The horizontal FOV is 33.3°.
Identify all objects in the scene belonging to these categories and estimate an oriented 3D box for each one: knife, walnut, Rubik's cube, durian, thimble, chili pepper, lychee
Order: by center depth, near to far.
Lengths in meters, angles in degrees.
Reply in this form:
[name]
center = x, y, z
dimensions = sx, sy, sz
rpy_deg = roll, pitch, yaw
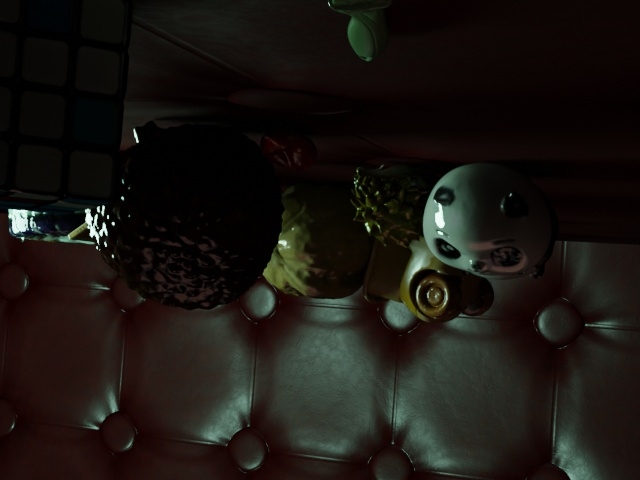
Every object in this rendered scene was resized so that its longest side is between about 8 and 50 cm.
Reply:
[knife]
center = 0.027, -0.158, 0.715
dimensions = 0.043, 0.020, 0.293
rpy_deg = 6, 177, 2
[Rubik's cube]
center = -0.238, -0.104, 0.794
dimensions = 0.154, 0.155, 0.151
rpy_deg = 5, 177, -27
[chili pepper]
center = -0.037, -0.116, 1.360
dimensions = 0.059, 0.050, 0.191
rpy_deg = -5, 176, 15
[lychee]
center = -0.169, -0.034, 1.382
dimensions = 0.260, 0.261, 0.260
rpy_deg = 4, 177, 0
[durian]
center = 0.152, -0.069, 1.664
dimensions = 0.224, 0.140, 0.078
rpy_deg = -17, 175, -37
[thimble]
center = -0.472, -0.068, 2.035
dimensions = 0.237, 0.150, 0.237
rpy_deg = 1, 177, 0
[walnut]
center = 0.000, 0.000, 2.049
dimensions = 0.257, 0.257, 0.224
rpy_deg = 6, 145, -38

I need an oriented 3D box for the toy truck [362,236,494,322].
[toy truck]
center = 0.229, 0.031, 2.009
dimensions = 0.211, 0.288, 0.204
rpy_deg = 31, -165, 30

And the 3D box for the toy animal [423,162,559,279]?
[toy animal]
center = 0.251, -0.027, 1.583
dimensions = 0.187, 0.165, 0.235
rpy_deg = 4, 177, 19

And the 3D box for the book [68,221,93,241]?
[book]
center = -0.311, -0.061, 1.906
dimensions = 0.241, 0.018, 0.170
rpy_deg = -33, 165, 16
